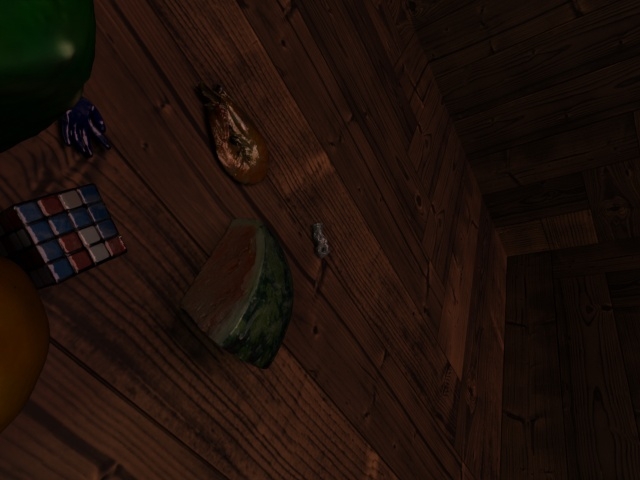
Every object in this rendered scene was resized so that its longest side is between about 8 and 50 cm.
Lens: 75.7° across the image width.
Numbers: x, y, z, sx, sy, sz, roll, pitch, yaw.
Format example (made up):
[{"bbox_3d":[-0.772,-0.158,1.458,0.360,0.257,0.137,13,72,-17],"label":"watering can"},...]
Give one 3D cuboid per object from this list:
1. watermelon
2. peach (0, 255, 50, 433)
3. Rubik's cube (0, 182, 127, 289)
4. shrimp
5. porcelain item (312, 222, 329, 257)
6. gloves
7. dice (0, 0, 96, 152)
[{"bbox_3d":[-0.121,0.078,0.671,0.176,0.256,0.260,22,59,2],"label":"watermelon"},{"bbox_3d":[-0.354,0.100,0.312,0.251,0.153,0.251,-25,127,-39],"label":"peach"},{"bbox_3d":[-0.305,-0.003,0.481,0.092,0.092,0.092,-38,110,-52],"label":"Rubik's cube"},{"bbox_3d":[-0.167,-0.201,0.784,0.217,0.051,0.115,60,40,-26],"label":"shrimp"},{"bbox_3d":[0.000,0.000,0.969,0.036,0.028,0.083,-5,84,-38],"label":"porcelain item"},{"bbox_3d":[-0.324,-0.157,0.565,0.064,0.026,0.086,-13,89,-57],"label":"gloves"},{"bbox_3d":[-0.373,-0.190,0.273,0.287,0.297,0.299,-44,114,-54],"label":"dice"}]
